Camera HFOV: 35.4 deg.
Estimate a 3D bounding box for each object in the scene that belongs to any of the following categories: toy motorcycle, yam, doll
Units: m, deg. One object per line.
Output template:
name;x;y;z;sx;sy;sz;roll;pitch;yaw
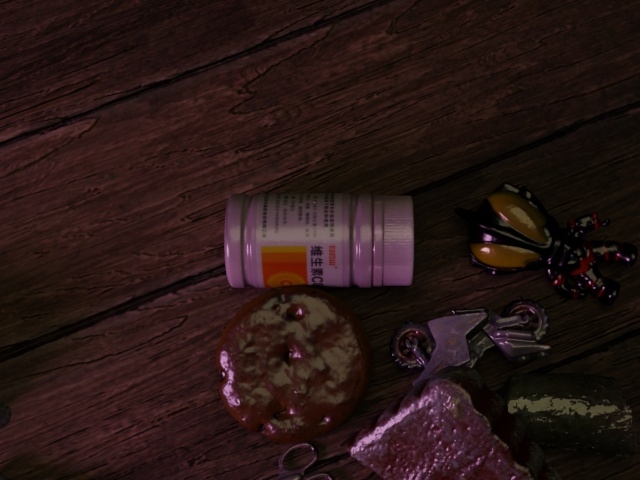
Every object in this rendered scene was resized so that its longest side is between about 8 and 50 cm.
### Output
toy motorcycle;0.202;0.148;1.325;0.215;0.080;0.122;-13;67;6
yam;0.310;0.221;1.289;0.183;0.107;0.107;2;71;5
doll;0.301;0.002;1.373;0.249;0.088;0.127;25;73;7

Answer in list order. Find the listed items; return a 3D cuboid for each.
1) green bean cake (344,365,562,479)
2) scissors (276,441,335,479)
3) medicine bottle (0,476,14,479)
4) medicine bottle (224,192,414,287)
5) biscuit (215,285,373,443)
green bean cake;0.171;0.283;1.242;0.232;0.097;0.198;49;115;7
scissors;-0.070;0.333;1.302;0.176;0.022;0.085;-28;68;-10
medicine bottle;-0.363;0.357;1.273;0.203;0.083;0.083;15;72;5
medicine bottle;0.000;0.000;1.361;0.250;0.133;0.133;0;71;1
biscuit;-0.034;0.164;1.326;0.212;0.036;0.212;0;89;2
